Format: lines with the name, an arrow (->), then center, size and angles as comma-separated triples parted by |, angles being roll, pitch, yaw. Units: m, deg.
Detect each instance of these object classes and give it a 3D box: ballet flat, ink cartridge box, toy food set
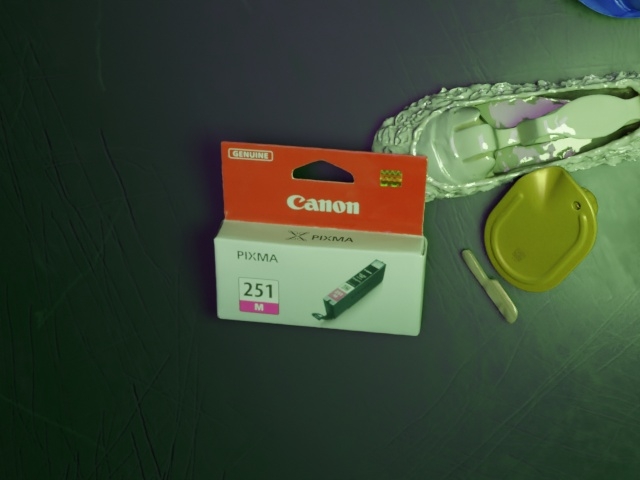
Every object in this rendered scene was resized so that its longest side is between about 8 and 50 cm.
ballet flat -> 0.248, -0.141, 1.466 | 0.409, 0.147, 0.147 | -12, 93, 10
ink cartridge box -> 0.000, 0.000, 1.505 | 0.275, 0.060, 0.239 | 5, 121, 7
toy food set -> 0.283, -0.007, 1.490 | 0.128, 0.071, 0.218 | 50, 134, 14

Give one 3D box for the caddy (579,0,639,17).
caddy -> 0.418, -0.433, 1.397 | 0.241, 0.179, 0.341 | 22, 98, -19
